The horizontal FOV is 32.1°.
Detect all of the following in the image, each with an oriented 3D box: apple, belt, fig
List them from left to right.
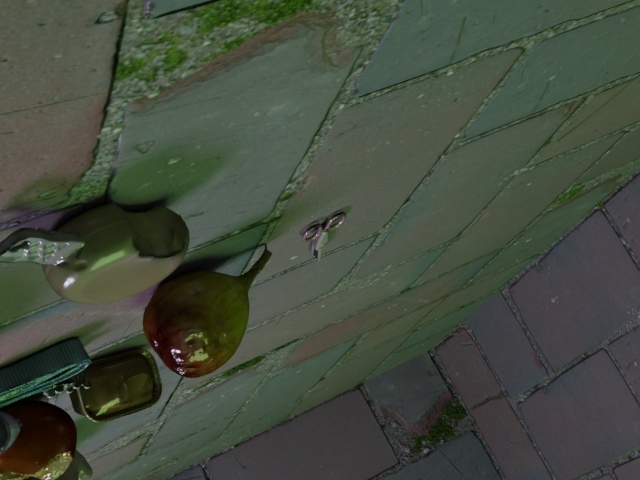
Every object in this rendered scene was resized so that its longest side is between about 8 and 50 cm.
[{"bbox_3d":[-0.512,0.349,1.913,0.156,0.147,0.158,1,173,33],"label":"apple"},{"bbox_3d":[-0.449,0.216,1.735,0.179,0.065,0.100,-20,155,-24],"label":"belt"},{"bbox_3d":[-0.164,0.093,1.745,0.257,0.159,0.159,-45,174,-27],"label":"fig"}]

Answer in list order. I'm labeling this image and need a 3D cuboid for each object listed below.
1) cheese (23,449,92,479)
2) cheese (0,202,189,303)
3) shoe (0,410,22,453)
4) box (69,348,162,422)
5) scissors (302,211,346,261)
[{"bbox_3d":[-0.602,0.579,2.305,0.318,0.115,0.326,-52,-166,11],"label":"cheese"},{"bbox_3d":[-0.272,0.013,1.307,0.163,0.082,0.286,-34,164,17],"label":"cheese"},{"bbox_3d":[-0.587,0.324,1.743,0.245,0.095,0.137,-17,173,4],"label":"shoe"},{"bbox_3d":[-0.361,0.255,1.956,0.177,0.111,0.111,-13,159,-49],"label":"box"},{"bbox_3d":[0.000,0.000,1.912,0.085,0.022,0.176,-28,163,-16],"label":"scissors"}]
